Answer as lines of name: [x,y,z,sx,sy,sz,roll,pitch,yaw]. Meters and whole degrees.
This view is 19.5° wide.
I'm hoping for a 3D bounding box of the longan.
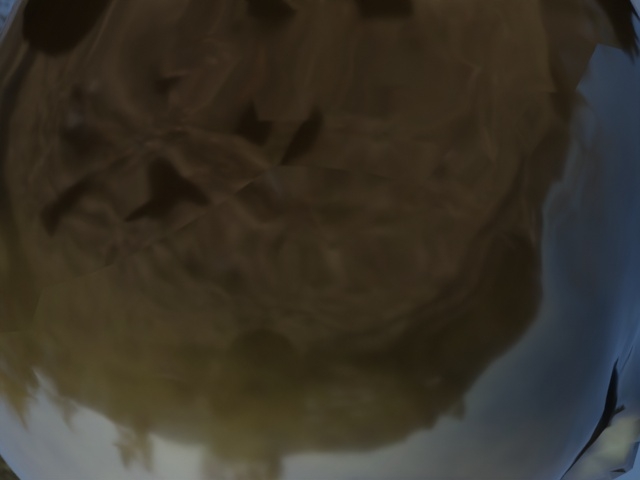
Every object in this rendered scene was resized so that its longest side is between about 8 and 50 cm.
longan: [0.000,0.000,0.734,0.318,0.319,0.319,-7,-117,14]
